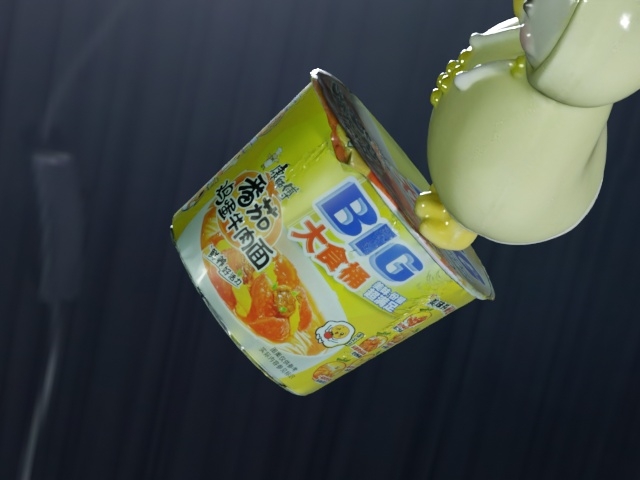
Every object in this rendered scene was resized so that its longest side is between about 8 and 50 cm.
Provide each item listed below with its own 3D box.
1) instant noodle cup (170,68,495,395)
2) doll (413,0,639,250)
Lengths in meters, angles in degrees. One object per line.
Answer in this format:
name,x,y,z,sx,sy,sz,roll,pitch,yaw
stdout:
instant noodle cup,0.000,0.000,1.337,0.205,0.153,0.205,52,12,-15
doll,0.129,-0.094,1.110,0.117,0.296,0.141,26,58,6
